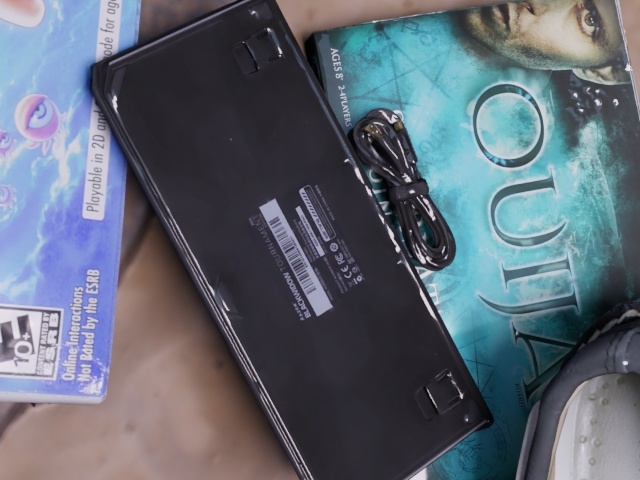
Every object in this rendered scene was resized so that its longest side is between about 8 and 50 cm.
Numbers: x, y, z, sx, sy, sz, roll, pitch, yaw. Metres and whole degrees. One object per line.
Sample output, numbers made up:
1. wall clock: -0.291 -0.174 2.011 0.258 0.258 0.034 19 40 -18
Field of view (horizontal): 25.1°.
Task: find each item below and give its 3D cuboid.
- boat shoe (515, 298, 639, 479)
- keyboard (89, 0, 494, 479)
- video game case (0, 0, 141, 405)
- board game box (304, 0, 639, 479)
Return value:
1. boat shoe: 0.114 0.172 0.495 0.114 0.091 0.303 -7 93 28
2. keyboard: 0.000 0.000 0.513 0.108 0.023 0.180 -31 96 -29
3. video game case: -0.182 -0.087 0.469 0.244 0.061 0.270 6 85 -26
4. board game box: 0.072 0.002 0.560 0.126 0.026 0.186 -11 88 -11
